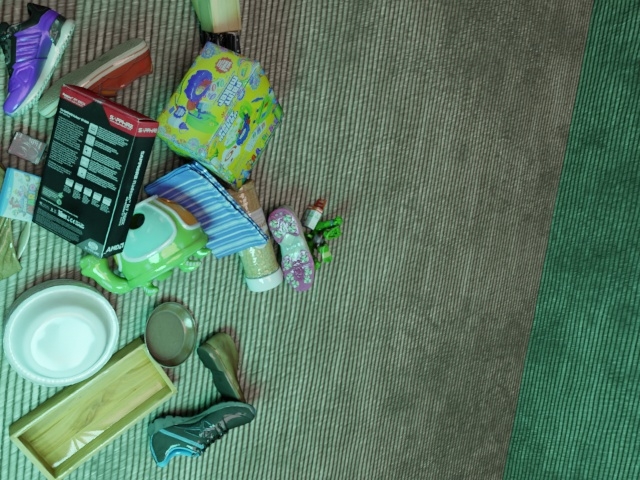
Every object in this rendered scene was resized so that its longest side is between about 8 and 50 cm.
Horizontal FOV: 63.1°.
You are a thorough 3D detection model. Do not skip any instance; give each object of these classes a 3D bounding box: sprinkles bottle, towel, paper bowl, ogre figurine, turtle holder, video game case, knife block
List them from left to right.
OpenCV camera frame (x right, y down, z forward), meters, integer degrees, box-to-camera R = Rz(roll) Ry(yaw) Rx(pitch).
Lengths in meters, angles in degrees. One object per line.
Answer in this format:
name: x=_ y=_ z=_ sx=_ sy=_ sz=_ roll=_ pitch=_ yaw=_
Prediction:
video game case: x=-0.739 y=-0.108 z=1.328 sx=0.166 sy=0.015 sz=0.119 roll=26 pitch=75 yaw=-73
paper bowl: x=-0.699 y=0.256 z=1.417 sx=0.284 sy=0.148 sz=0.284 roll=-7 pitch=104 yaw=-30
turtle holder: x=-0.486 y=0.014 z=1.478 sx=0.227 sy=0.320 sz=0.243 roll=60 pitch=24 yaw=-12
towel: x=-0.336 y=-0.076 z=1.535 sx=0.336 sy=0.243 sz=0.040 roll=48 pitch=43 yaw=-29
knife block: x=-0.275 y=-0.633 z=1.461 sx=0.088 sy=0.275 sz=0.242 roll=-20 pitch=80 yaw=-28
sprinkles bottle: x=-0.223 y=-0.015 z=1.680 sx=0.121 sy=0.121 sz=0.355 roll=-25 pitch=111 yaw=-26
ogre figurine: x=0.000 y=0.000 z=1.825 sx=0.097 sy=0.118 sz=0.197 roll=7 pitch=97 yaw=-37

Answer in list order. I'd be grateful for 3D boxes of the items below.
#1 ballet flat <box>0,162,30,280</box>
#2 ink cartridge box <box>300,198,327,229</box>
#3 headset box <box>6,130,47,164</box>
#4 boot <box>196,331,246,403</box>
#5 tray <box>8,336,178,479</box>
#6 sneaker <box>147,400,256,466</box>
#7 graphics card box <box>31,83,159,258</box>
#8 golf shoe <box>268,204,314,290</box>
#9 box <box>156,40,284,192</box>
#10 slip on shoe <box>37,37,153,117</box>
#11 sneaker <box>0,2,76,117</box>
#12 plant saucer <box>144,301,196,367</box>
ballet flat: x=-0.802 y=-0.065 z=1.320 sx=0.124 sy=0.116 sz=0.342 roll=-9 pitch=106 yaw=-52
ink cartridge box: x=-0.025 y=-0.098 z=1.822 sx=0.029 sy=0.063 sz=0.115 roll=31 pitch=82 yaw=-35
headset box: x=-0.756 y=-0.238 z=1.350 sx=0.083 sy=0.032 sz=0.062 roll=25 pitch=86 yaw=-32
boot: x=-0.298 y=0.441 z=1.739 sx=0.115 sy=0.112 sz=0.305 roll=-43 pitch=126 yaw=-42
tray: x=-0.655 y=0.492 z=1.535 sx=0.411 sy=0.076 sz=0.203 roll=-35 pitch=116 yaw=-21
sneaker: x=-0.366 y=0.614 z=1.656 sx=0.340 sy=0.140 sz=0.125 roll=-13 pitch=139 yaw=-12
graphics card box: x=-0.563 y=-0.167 z=1.296 sx=0.371 sy=0.232 sz=0.094 roll=-68 pitch=169 yaw=16
golf shoe: x=-0.084 y=0.020 z=1.763 sx=0.115 sy=0.140 sz=0.306 roll=-10 pitch=110 yaw=9
box: x=-0.273 y=-0.337 z=1.472 sx=0.290 sy=0.177 sz=0.279 roll=-60 pitch=164 yaw=-9
slip on shoe: x=-0.586 y=-0.413 z=1.379 sx=0.331 sy=0.123 sz=0.101 roll=-40 pitch=136 yaw=-19
sneaker: x=-0.737 y=-0.453 z=1.288 sx=0.146 sy=0.102 sz=0.293 roll=28 pitch=79 yaw=-29
plant saucer: x=-0.466 y=0.289 z=1.597 sx=0.198 sy=0.036 sz=0.199 roll=23 pitch=61 yaw=-52
